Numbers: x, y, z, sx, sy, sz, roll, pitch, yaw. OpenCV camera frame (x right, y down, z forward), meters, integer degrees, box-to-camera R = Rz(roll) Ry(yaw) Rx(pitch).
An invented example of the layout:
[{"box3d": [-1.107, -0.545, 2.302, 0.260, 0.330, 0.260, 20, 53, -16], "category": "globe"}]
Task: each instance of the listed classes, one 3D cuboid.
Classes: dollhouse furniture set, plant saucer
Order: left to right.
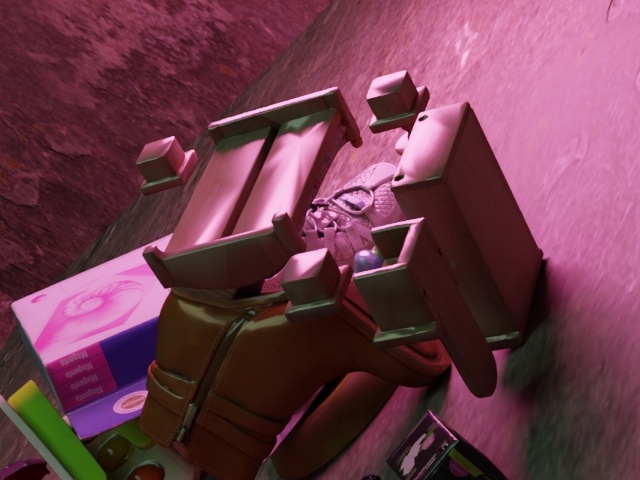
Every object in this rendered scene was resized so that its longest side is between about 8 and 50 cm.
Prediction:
[{"box3d": [-0.015, 0.029, 1.293, 0.356, 0.174, 0.303, -13, 33, 28], "category": "dollhouse furniture set"}, {"box3d": [0.019, 0.125, 1.506, 0.241, 0.037, 0.241, -47, 15, 16], "category": "plant saucer"}]

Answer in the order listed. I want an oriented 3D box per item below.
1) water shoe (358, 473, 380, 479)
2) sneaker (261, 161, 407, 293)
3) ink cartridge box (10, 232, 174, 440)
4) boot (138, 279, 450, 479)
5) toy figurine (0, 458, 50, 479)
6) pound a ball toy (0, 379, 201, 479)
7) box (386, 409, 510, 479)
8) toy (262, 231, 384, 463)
[{"box3d": [0.024, 0.225, 1.212, 0.080, 0.073, 0.203, -28, 8, -15], "category": "water shoe"}, {"box3d": [0.000, 0.000, 1.603, 0.105, 0.115, 0.281, 20, 53, 39], "category": "sneaker"}, {"box3d": [-0.166, 0.076, 1.725, 0.324, 0.071, 0.330, -24, 20, -14], "category": "ink cartridge box"}, {"box3d": [-0.036, 0.130, 1.386, 0.109, 0.283, 0.220, -6, -62, -67], "category": "boot"}, {"box3d": [-0.324, 0.333, 1.833, 0.130, 0.159, 0.173, -51, 14, 6], "category": "toy figurine"}, {"box3d": [-0.216, 0.213, 1.778, 0.208, 0.135, 0.319, -44, 36, -12], "category": "pound a ball toy"}, {"box3d": [0.094, 0.168, 1.099, 0.052, 0.062, 0.083, -50, 13, 1], "category": "box"}, {"box3d": [-0.009, 0.089, 1.487, 0.237, 0.056, 0.137, -51, 13, 6], "category": "toy"}]
